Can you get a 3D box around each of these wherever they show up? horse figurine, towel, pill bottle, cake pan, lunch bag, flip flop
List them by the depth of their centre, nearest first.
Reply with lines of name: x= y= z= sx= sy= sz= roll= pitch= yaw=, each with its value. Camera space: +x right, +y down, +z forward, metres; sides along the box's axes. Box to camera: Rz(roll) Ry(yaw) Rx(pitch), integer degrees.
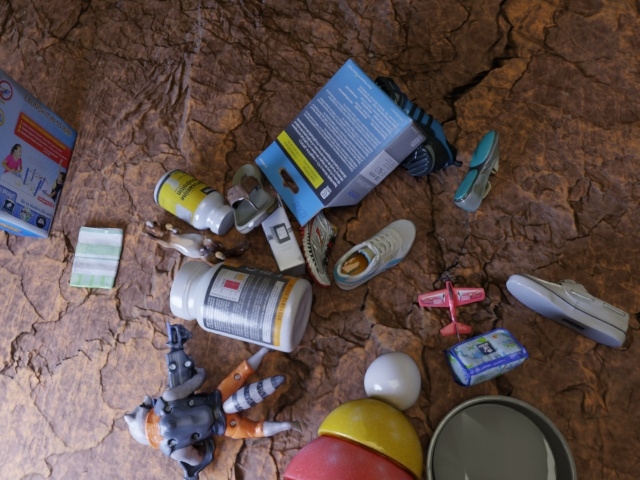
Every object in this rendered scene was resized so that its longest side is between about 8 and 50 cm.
cake pan: x=0.360 y=0.467 z=0.951 sx=0.294 sy=0.054 sz=0.292 roll=-1 pitch=74 yaw=3
lunch bag: x=0.337 y=0.244 z=0.961 sx=0.129 sy=0.151 sz=0.096 roll=-21 pitch=84 yaw=-2
pill bottle: x=-0.170 y=0.135 z=1.018 sx=0.279 sy=0.162 sz=0.162 roll=12 pitch=75 yaw=12
flip flop: x=-0.170 y=-0.111 z=1.063 sx=0.112 sy=0.080 sz=0.277 roll=-36 pitch=37 yaw=10
horse figurine: x=-0.294 y=0.005 z=1.083 sx=0.264 sy=0.174 sz=0.066 roll=16 pitch=80 yaw=-4
pill bottle: x=-0.298 y=-0.089 z=1.124 sx=0.184 sy=0.103 sz=0.103 roll=30 pitch=78 yaw=11
towel: x=-0.550 y=0.041 z=1.146 sx=0.113 sy=0.023 sz=0.151 roll=3 pitch=75 yaw=5

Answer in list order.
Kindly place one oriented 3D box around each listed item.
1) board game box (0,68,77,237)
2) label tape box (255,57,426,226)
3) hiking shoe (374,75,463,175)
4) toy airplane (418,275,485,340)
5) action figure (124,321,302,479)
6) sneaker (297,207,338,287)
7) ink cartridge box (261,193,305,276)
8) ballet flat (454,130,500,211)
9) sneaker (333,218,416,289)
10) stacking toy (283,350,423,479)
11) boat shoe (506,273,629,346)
board game box: x=-0.724 y=-0.192 z=1.076 sx=0.086 sy=0.308 sz=0.301 roll=5 pitch=74 yaw=7
label tape box: x=0.038 y=-0.216 z=1.100 sx=0.334 sy=0.106 sz=0.240 roll=-43 pitch=62 yaw=16
hiking shoe: x=0.223 y=-0.285 z=1.163 sx=0.132 sy=0.113 sz=0.303 roll=-10 pitch=64 yaw=-31
toy airplane: x=0.301 y=0.153 z=1.057 sx=0.151 sy=0.028 sz=0.151 roll=-1 pitch=75 yaw=5
action figure: x=-0.243 y=0.312 z=0.975 sx=0.331 sy=0.178 sz=0.341 roll=-18 pitch=77 yaw=-12
sneaker: x=0.000 y=0.000 z=1.089 sx=0.093 sy=0.088 sz=0.225 roll=-9 pitch=74 yaw=0
ink cartridge box: x=-0.094 y=-0.006 z=1.086 sx=0.060 sy=0.104 sz=0.180 roll=-20 pitch=73 yaw=-8
ballet flat: x=0.391 y=-0.164 z=1.130 sx=0.068 sy=0.072 sz=0.213 roll=32 pitch=78 yaw=-16
sneaker: x=0.130 y=0.029 z=1.070 sx=0.229 sy=0.092 sz=0.087 roll=-38 pitch=74 yaw=-8
stacking toy: x=0.088 y=0.435 z=0.894 sx=0.351 sy=0.350 sz=0.479 roll=25 pitch=59 yaw=10
boat shoe: x=0.541 y=0.130 z=1.016 sx=0.268 sy=0.096 sz=0.088 roll=28 pitch=74 yaw=9
